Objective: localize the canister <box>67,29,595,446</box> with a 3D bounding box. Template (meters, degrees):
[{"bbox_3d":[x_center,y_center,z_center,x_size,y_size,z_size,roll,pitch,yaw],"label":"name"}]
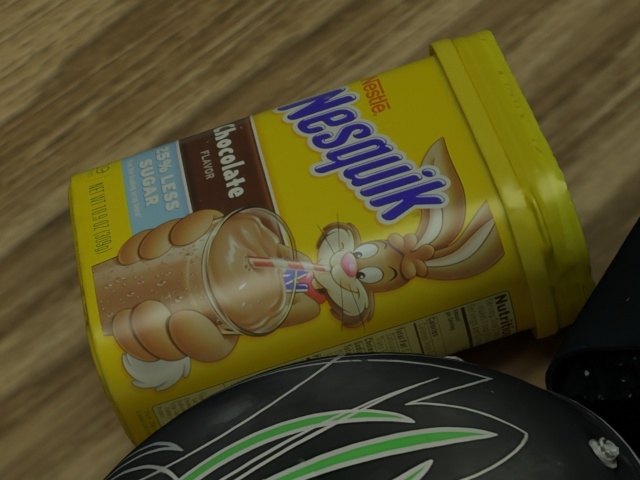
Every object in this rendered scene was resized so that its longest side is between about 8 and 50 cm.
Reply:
[{"bbox_3d":[0.000,0.000,0.583,0.170,0.073,0.126,-18,43,1],"label":"canister"}]

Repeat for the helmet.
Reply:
[{"bbox_3d":[0.007,0.110,0.403,0.169,0.161,0.169,-9,44,9],"label":"helmet"}]

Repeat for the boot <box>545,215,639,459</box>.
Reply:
[{"bbox_3d":[0.212,0.007,0.494,0.246,0.094,0.207,10,51,24],"label":"boot"}]
